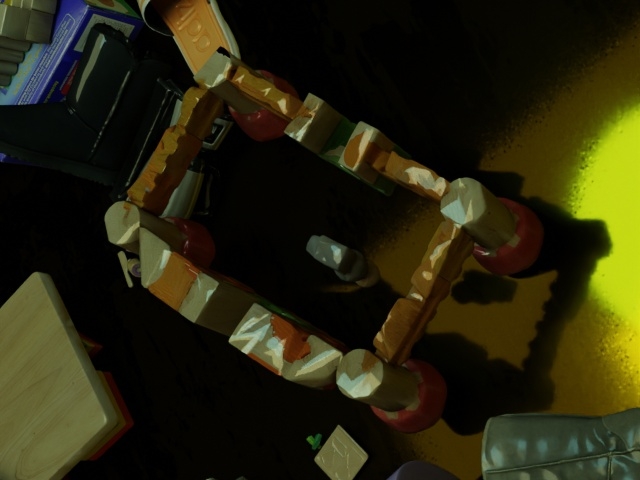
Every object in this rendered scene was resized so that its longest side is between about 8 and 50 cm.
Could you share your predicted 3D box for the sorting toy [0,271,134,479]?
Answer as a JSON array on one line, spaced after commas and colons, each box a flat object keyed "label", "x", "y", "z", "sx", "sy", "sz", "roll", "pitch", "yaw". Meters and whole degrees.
[{"label": "sorting toy", "x": -0.390, "y": 0.223, "z": 2.033, "sx": 0.257, "sy": 0.089, "sz": 0.255, "roll": -44, "pitch": 60, "yaw": 24}]

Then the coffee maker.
[{"label": "coffee maker", "x": -0.204, "y": -0.119, "z": 1.926, "sx": 0.171, "sy": 0.120, "sz": 0.178, "roll": 32, "pitch": 102, "yaw": 37}]

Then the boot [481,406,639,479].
[{"label": "boot", "x": 0.270, "y": 0.262, "z": 1.539, "sx": 0.208, "sy": 0.076, "sz": 0.190, "roll": -13, "pitch": 61, "yaw": 28}]

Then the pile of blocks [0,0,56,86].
[{"label": "pile of blocks", "x": -0.510, "y": -0.247, "z": 2.031, "sx": 0.362, "sy": 0.112, "sz": 0.149, "roll": -47, "pitch": 60, "yaw": 25}]

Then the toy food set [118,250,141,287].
[{"label": "toy food set", "x": -0.233, "y": 0.010, "z": 1.991, "sx": 0.122, "sy": 0.019, "sz": 0.078, "roll": -35, "pitch": 64, "yaw": 28}]

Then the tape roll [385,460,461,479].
[{"label": "tape roll", "x": 0.125, "y": 0.335, "z": 1.565, "sx": 0.080, "sy": 0.189, "sz": 0.189, "roll": -46, "pitch": 59, "yaw": 23}]

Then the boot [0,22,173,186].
[{"label": "boot", "x": -0.339, "y": -0.201, "z": 1.974, "sx": 0.207, "sy": 0.246, "sz": 0.094, "roll": -67, "pitch": 30, "yaw": 11}]

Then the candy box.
[{"label": "candy box", "x": -0.438, "y": -0.302, "z": 2.130, "sx": 0.317, "sy": 0.122, "sz": 0.268, "roll": 46, "pitch": 112, "yaw": 31}]

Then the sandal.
[{"label": "sandal", "x": -0.191, "y": -0.314, "z": 1.973, "sx": 0.102, "sy": 0.076, "sz": 0.265, "roll": -45, "pitch": 60, "yaw": 23}]

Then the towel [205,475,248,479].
[{"label": "towel", "x": -0.149, "y": 0.462, "z": 1.800, "sx": 0.235, "sy": 0.121, "sz": 0.284, "roll": -30, "pitch": 65, "yaw": 28}]

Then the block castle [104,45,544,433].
[{"label": "block castle", "x": 0.000, "y": 0.000, "z": 1.705, "sx": 0.453, "sy": 0.213, "sz": 0.303, "roll": 30, "pitch": 90, "yaw": 30}]

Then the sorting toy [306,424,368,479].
[{"label": "sorting toy", "x": 0.018, "y": 0.254, "z": 1.768, "sx": 0.083, "sy": 0.012, "sz": 0.062, "roll": 44, "pitch": 114, "yaw": 29}]
